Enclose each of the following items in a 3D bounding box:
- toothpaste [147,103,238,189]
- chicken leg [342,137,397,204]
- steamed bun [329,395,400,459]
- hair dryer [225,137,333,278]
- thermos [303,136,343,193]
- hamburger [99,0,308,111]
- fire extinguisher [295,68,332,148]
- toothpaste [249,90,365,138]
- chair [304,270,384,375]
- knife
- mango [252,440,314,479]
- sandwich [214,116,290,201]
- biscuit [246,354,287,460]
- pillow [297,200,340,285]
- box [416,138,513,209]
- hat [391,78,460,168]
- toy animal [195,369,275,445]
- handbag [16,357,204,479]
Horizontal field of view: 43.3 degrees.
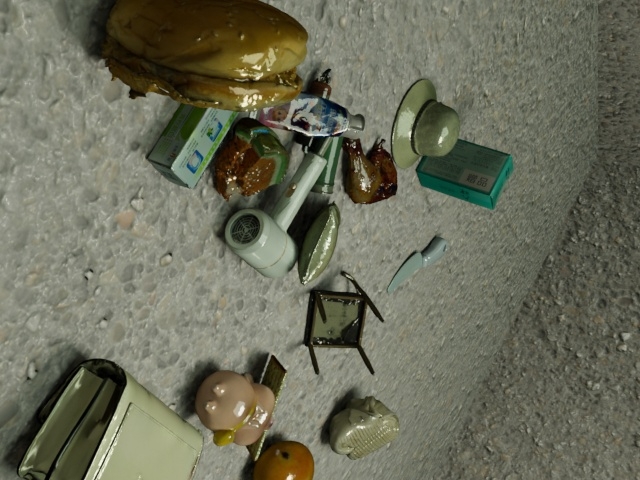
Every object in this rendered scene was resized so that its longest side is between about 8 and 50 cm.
[{"bbox_3d":[-0.189,-0.257,1.472,0.337,0.067,0.081,-61,150,-14],"label":"toothpaste"},{"bbox_3d":[0.129,-0.178,2.073,0.322,0.083,0.178,-2,102,-61],"label":"chicken leg"},{"bbox_3d":[0.119,0.560,2.479,0.218,0.144,0.211,-35,138,1],"label":"steamed bun"},{"bbox_3d":[-0.064,-0.102,1.735,0.357,0.107,0.173,-61,153,-10],"label":"hair dryer"},{"bbox_3d":[0.007,-0.206,1.849,0.073,0.083,0.188,-46,149,-74],"label":"thermos"},{"bbox_3d":[-0.169,-0.295,1.245,0.318,0.318,0.158,-27,133,-51],"label":"hamburger"},{"bbox_3d":[-0.009,-0.293,1.775,0.062,0.050,0.177,-15,123,-72],"label":"fire extinguisher"},{"bbox_3d":[-0.026,-0.263,1.687,0.266,0.061,0.096,8,102,-34],"label":"toothpaste"},{"bbox_3d":[0.048,0.214,2.116,0.272,0.166,0.188,-110,-155,-65],"label":"chair"},{"bbox_3d":[0.312,0.070,2.590,0.331,0.044,0.080,-32,135,-43],"label":"knife"},{"bbox_3d":[-0.091,0.623,2.162,0.175,0.139,0.254,-53,158,-4],"label":"mango"},{"bbox_3d":[-0.129,-0.155,1.575,0.159,0.079,0.235,-46,165,-22],"label":"sandwich"},{"bbox_3d":[-0.137,0.401,1.955,0.016,0.139,0.232,17,95,-20],"label":"biscuit"},{"bbox_3d":[0.000,0.000,1.861,0.302,0.074,0.185,-66,177,-84],"label":"pillow"},{"bbox_3d":[0.427,-0.206,2.379,0.153,0.244,0.092,-59,151,-16],"label":"box"},{"bbox_3d":[0.313,-0.306,2.236,0.257,0.130,0.257,-40,141,-42],"label":"hat"},{"bbox_3d":[-0.194,0.376,1.811,0.165,0.149,0.248,-53,156,-10],"label":"toy animal"},{"bbox_3d":[-0.370,0.393,1.506,0.237,0.160,0.358,-63,152,-22],"label":"handbag"}]
